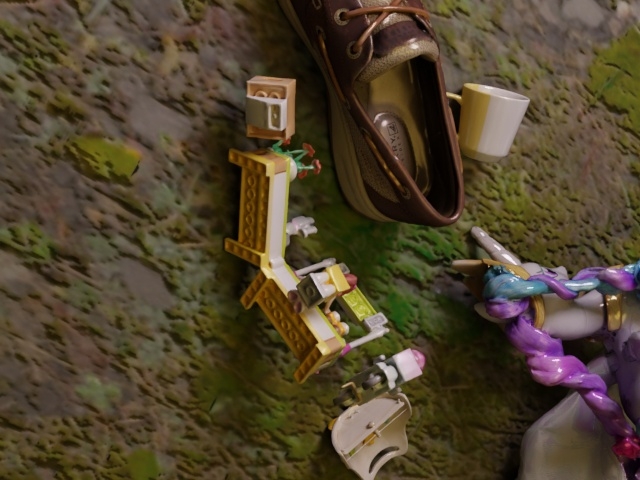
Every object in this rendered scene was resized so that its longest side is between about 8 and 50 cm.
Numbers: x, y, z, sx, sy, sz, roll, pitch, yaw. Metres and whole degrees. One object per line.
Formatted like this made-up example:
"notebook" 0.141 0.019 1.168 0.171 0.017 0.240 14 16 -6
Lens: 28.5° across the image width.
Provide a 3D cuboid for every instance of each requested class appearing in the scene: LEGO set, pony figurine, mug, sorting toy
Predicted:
"LEGO set" 0.000 0.000 1.070 0.107 0.132 0.287 -19 87 -43
"pony figurine" 0.313 0.140 1.201 0.364 0.303 0.350 -1 65 -27
"mug" 0.148 -0.109 1.164 0.062 0.078 0.064 -17 122 -60
"sorting toy" 0.050 0.188 1.176 0.083 0.045 0.075 -38 124 -18

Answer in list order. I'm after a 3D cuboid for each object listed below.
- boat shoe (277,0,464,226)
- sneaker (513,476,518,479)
"boat shoe" 0.052 -0.167 1.048 0.123 0.123 0.341 -22 111 -24
"sneaker" 0.290 0.284 1.317 0.212 0.094 0.080 7 72 -10
